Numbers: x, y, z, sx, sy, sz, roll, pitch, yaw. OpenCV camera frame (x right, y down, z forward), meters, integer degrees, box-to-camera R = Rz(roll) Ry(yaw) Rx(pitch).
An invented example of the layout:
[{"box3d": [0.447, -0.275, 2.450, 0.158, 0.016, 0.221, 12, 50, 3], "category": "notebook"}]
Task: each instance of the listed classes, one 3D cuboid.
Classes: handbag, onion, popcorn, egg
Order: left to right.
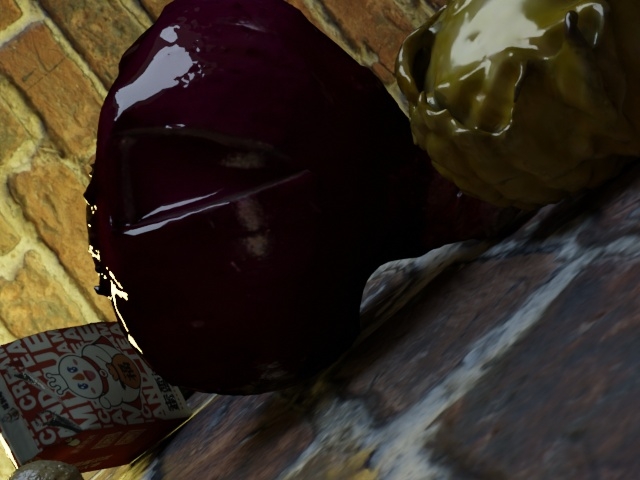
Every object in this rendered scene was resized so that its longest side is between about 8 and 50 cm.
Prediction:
[{"box3d": [-0.323, 0.317, 1.463, 0.140, 0.116, 0.118, -54, 37, 38], "category": "egg"}, {"box3d": [-0.329, 0.207, 1.625, 0.151, 0.171, 0.298, -39, -21, 25], "category": "handbag"}, {"box3d": [-0.006, -0.052, 1.214, 0.420, 0.398, 0.398, -9, 7, 4], "category": "onion"}, {"box3d": [0.185, -0.139, 1.014, 0.250, 0.250, 0.190, -39, -28, 13], "category": "popcorn"}]

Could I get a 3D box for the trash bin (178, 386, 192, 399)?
[{"box3d": [-0.286, 0.207, 1.948, 0.225, 0.165, 0.115, -40, 3, -30], "category": "trash bin"}]
